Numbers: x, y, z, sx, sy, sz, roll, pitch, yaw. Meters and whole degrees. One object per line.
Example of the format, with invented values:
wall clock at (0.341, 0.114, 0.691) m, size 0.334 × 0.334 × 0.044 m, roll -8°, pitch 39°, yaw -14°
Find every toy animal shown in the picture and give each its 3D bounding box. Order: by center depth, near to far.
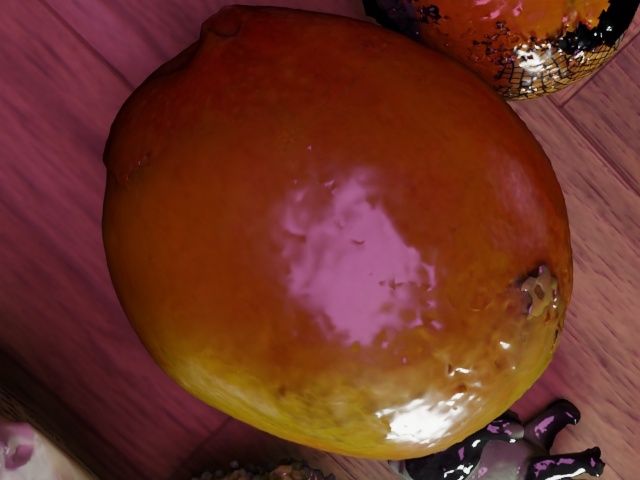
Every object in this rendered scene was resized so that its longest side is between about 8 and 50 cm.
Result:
toy animal at (0.166, 0.197, 1.135) m, size 0.225 × 0.094 × 0.121 m, roll 22°, pitch 112°, yaw -18°

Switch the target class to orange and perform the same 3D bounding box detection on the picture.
orange at (0.143, -0.225, 0.987) m, size 0.234 × 0.182 × 0.234 m, roll 0°, pitch 89°, yaw -5°

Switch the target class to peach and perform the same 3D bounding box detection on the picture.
peach at (0.001, -0.002, 0.963) m, size 0.372 × 0.372 × 0.290 m, roll 38°, pitch 65°, yaw -11°

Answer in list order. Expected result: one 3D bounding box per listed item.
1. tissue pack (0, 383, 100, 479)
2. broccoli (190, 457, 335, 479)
tissue pack at (-0.255, 0.222, 0.986) m, size 0.195 × 0.390 × 0.375 m, roll -27°, pitch 109°, yaw -20°
broccoli at (-0.026, 0.322, 1.089) m, size 0.288 × 0.260 × 0.235 m, roll 38°, pitch 65°, yaw -9°
